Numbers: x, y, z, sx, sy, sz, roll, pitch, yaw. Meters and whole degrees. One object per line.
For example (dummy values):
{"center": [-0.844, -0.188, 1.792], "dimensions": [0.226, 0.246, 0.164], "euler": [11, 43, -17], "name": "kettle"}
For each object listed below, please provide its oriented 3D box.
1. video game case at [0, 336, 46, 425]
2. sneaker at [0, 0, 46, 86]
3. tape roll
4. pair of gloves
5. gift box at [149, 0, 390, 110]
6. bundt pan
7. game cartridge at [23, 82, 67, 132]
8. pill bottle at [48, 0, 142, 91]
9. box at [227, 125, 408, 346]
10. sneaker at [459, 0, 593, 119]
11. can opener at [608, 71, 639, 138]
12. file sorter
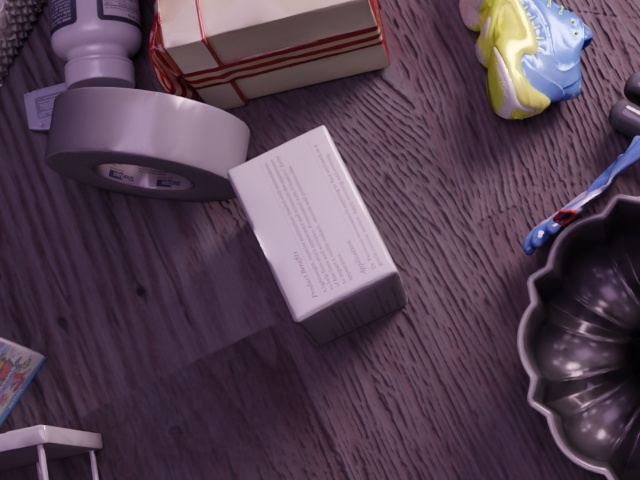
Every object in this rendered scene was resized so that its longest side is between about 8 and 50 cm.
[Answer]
{"center": [-0.367, 0.164, 1.561], "dimensions": [0.015, 0.166, 0.119], "euler": [32, 84, 14], "name": "video game case"}
{"center": [-0.441, -0.264, 1.709], "dimensions": [0.146, 0.102, 0.293], "euler": [26, 78, 18], "name": "sneaker"}
{"center": [-0.190, -0.102, 1.565], "dimensions": [0.219, 0.219, 0.072], "euler": [6, 80, 10], "name": "tape roll"}
{"center": [0.284, -0.053, 1.500], "dimensions": [0.159, 0.198, 0.023], "euler": [-40, 85, -19], "name": "pair of gloves"}
{"center": [-0.082, -0.312, 1.571], "dimensions": [0.258, 0.276, 0.255], "euler": [-13, 71, 7], "name": "gift box"}
{"center": [0.372, 0.114, 1.477], "dimensions": [0.331, 0.124, 0.330], "euler": [-2, 77, 9], "name": "bundt pan"}
{"center": [-0.312, -0.160, 1.702], "dimensions": [0.083, 0.017, 0.056], "euler": [-13, 73, 6], "name": "game cartridge"}
{"center": [-0.265, -0.263, 1.670], "dimensions": [0.108, 0.108, 0.180], "euler": [-7, 77, 7], "name": "pill bottle"}
{"center": [0.000, 0.000, 1.531], "dimensions": [0.119, 0.182, 0.181], "euler": [-26, 75, 1], "name": "box"}
{"center": [0.234, -0.251, 1.611], "dimensions": [0.126, 0.091, 0.240], "euler": [-7, 76, -11], "name": "sneaker"}
{"center": [0.451, -0.097, 1.524], "dimensions": [0.283, 0.095, 0.076], "euler": [29, 83, 7], "name": "can opener"}
{"center": [-0.381, 0.312, 1.521], "dimensions": [0.278, 0.193, 0.173], "euler": [-13, 79, 6], "name": "file sorter"}
